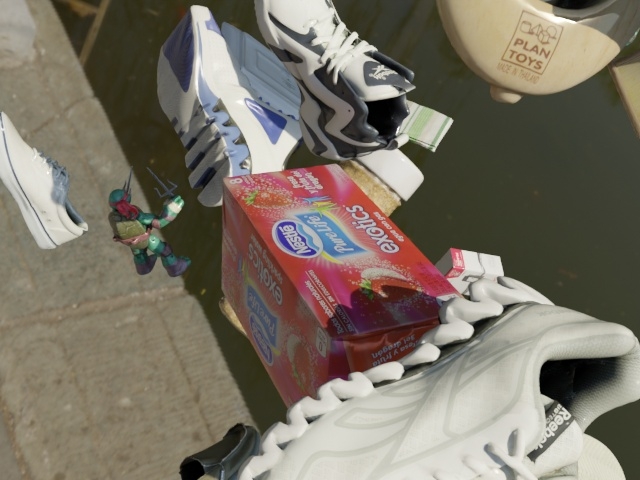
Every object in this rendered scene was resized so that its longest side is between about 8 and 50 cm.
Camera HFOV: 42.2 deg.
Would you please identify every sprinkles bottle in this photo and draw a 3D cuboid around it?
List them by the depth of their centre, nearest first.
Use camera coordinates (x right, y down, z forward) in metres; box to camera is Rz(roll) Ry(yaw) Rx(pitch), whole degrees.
[{"bbox_3d":[0.000,0.000,1.264,0.121,0.355,0.121,40,3,-2],"label":"sprinkles bottle"}]

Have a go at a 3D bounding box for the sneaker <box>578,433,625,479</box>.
[{"bbox_3d":[0.225,0.270,0.917,0.350,0.148,0.131,44,44,-33],"label":"sneaker"}]

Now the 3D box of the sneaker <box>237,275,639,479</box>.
[{"bbox_3d":[0.065,0.118,0.456,0.292,0.118,0.110,-36,118,-28],"label":"sneaker"}]

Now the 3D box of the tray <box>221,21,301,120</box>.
[{"bbox_3d":[-0.061,-0.263,1.426,0.270,0.030,0.145,31,41,-36],"label":"tray"}]

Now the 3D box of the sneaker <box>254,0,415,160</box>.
[{"bbox_3d":[0.028,-0.188,0.848,0.094,0.153,0.235,-30,117,-36],"label":"sneaker"}]

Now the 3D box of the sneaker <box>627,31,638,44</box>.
[{"bbox_3d":[0.535,-0.422,1.598,0.166,0.076,0.065,16,0,15],"label":"sneaker"}]

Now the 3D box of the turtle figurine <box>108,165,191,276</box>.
[{"bbox_3d":[-0.331,-0.034,1.522,0.175,0.234,0.118,18,50,36],"label":"turtle figurine"}]

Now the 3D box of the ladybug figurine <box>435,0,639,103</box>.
[{"bbox_3d":[0.272,-0.386,1.005,0.305,0.449,0.162,18,3,-15],"label":"ladybug figurine"}]

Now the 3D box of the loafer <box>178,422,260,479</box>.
[{"bbox_3d":[-0.185,0.388,1.412,0.087,0.094,0.251,50,34,-9],"label":"loafer"}]

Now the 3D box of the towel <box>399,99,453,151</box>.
[{"bbox_3d":[0.196,-0.252,1.778,0.152,0.023,0.113,24,50,13],"label":"towel"}]

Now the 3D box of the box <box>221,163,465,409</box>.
[{"bbox_3d":[0.007,0.048,0.715,0.123,0.128,0.257,-10,34,-22],"label":"box"}]

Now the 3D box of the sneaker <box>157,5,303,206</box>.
[{"bbox_3d":[-0.126,-0.187,1.266,0.182,0.127,0.315,2,62,-43],"label":"sneaker"}]

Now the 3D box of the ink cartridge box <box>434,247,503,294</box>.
[{"bbox_3d":[0.374,0.084,2.118,0.150,0.109,0.063,10,51,-20],"label":"ink cartridge box"}]

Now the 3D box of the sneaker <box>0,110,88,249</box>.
[{"bbox_3d":[-0.450,-0.103,1.325,0.091,0.258,0.094,-19,41,-5],"label":"sneaker"}]

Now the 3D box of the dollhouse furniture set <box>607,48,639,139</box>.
[{"bbox_3d":[0.506,-0.221,1.070,0.242,0.161,0.212,-15,83,-48],"label":"dollhouse furniture set"}]
